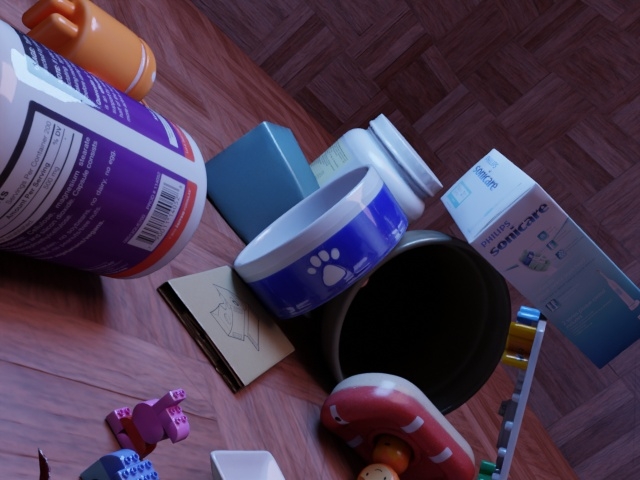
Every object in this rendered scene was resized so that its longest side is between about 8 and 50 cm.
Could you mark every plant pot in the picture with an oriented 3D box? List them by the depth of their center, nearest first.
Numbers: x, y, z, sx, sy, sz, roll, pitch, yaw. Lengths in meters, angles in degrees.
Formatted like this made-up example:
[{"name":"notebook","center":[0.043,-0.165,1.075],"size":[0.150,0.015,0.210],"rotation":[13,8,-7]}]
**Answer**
[{"name":"plant pot","center":[0.123,0.114,1.136],"size":[0.323,0.323,0.280],"rotation":[44,-2,-25]},{"name":"plant pot","center":[-0.083,-0.073,1.201],"size":[0.234,0.165,0.165],"rotation":[57,14,3]}]

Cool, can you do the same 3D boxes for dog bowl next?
[{"name":"dog bowl","center":[0.000,0.000,0.992],"size":[0.104,0.265,0.265],"rotation":[54,12,-11]}]

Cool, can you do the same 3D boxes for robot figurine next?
[{"name":"robot figurine","center":[-0.345,-0.287,0.989],"size":[0.158,0.128,0.219],"rotation":[29,0,34]}]

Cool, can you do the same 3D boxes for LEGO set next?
[{"name":"LEGO set","center":[-0.099,0.213,0.498],"size":[0.227,0.093,0.087],"rotation":[54,14,16]}]

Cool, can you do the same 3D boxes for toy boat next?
[{"name":"toy boat","center":[0.093,0.295,0.870],"size":[0.231,0.151,0.151],"rotation":[47,42,-11]}]

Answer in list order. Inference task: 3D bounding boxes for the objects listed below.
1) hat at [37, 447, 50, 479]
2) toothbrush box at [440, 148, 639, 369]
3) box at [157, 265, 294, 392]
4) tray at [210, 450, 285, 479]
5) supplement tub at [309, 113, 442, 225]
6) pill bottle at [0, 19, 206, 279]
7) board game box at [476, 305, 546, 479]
[{"name":"hat","center":[-0.179,0.240,0.295],"size":[0.208,0.183,0.173],"rotation":[-14,102,-46]},{"name":"toothbrush box","center":[0.343,0.020,0.982],"size":[0.295,0.126,0.216],"rotation":[42,15,-16]},{"name":"box","center":[-0.120,0.110,0.870],"size":[0.164,0.021,0.201],"rotation":[51,14,7]},{"name":"tray","center":[-0.019,0.317,0.580],"size":[0.270,0.030,0.145],"rotation":[56,4,25]},{"name":"supplement tub","center":[0.069,-0.084,1.354],"size":[0.235,0.325,0.235],"rotation":[47,14,-15]},{"name":"pill bottle","center":[-0.262,-0.079,0.574],"size":[0.181,0.181,0.323],"rotation":[57,15,28]},{"name":"board game box","center":[0.305,0.305,1.069],"size":[0.050,0.390,0.390],"rotation":[15,2,19]}]
